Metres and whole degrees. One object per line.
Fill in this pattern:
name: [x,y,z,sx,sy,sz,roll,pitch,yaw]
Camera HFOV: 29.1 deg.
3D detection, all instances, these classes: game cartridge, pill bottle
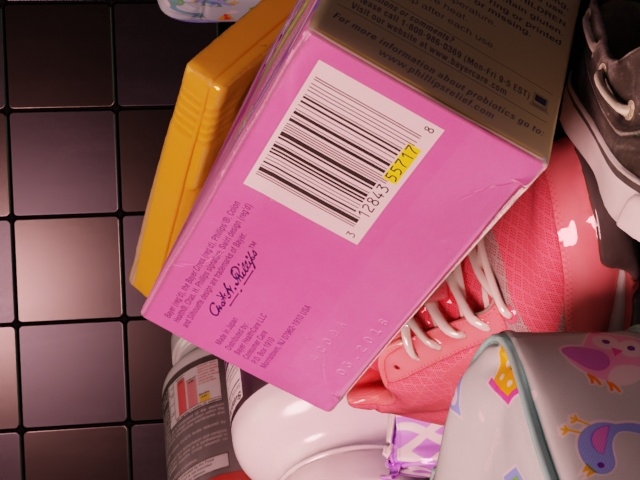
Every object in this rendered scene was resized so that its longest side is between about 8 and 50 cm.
game cartridge: [-0.052,-0.117,1.150,0.285,0.052,0.324,-47,-10,-36]
pill bottle: [-0.119,0.273,1.760,0.210,0.210,0.363,97,166,-44]
pill bottle: [0.007,0.095,1.058,0.181,0.181,0.323,99,165,-49]

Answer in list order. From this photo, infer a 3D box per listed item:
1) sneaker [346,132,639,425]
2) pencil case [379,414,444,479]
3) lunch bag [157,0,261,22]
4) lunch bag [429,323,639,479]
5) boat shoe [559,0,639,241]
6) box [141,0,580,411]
sneaker: [0.086,0.047,0.712,0.314,0.136,0.116,107,158,-62]
pencil case: [0.077,0.080,0.919,0.086,0.088,0.206,117,150,-67]
lunch bag: [-0.075,-0.327,1.324,0.090,0.219,0.176,120,147,-71]
lunch bag: [0.127,0.196,0.593,0.279,0.108,0.224,96,164,-44]
boat shoe: [0.147,-0.053,0.501,0.219,0.078,0.070,-109,18,-65]
box: [0.029,-0.076,0.649,0.213,0.117,0.243,-54,10,45]
